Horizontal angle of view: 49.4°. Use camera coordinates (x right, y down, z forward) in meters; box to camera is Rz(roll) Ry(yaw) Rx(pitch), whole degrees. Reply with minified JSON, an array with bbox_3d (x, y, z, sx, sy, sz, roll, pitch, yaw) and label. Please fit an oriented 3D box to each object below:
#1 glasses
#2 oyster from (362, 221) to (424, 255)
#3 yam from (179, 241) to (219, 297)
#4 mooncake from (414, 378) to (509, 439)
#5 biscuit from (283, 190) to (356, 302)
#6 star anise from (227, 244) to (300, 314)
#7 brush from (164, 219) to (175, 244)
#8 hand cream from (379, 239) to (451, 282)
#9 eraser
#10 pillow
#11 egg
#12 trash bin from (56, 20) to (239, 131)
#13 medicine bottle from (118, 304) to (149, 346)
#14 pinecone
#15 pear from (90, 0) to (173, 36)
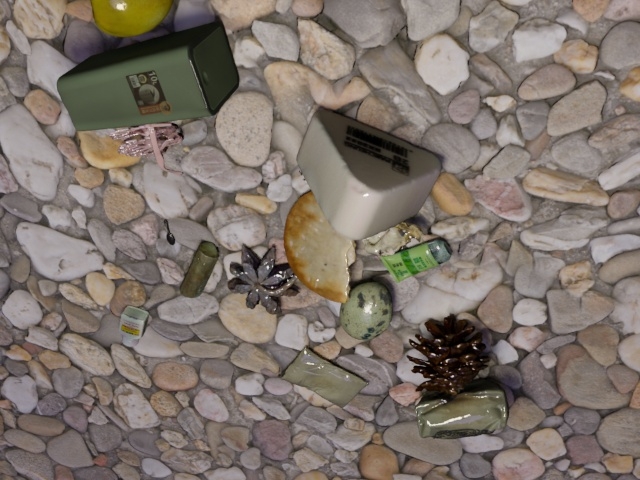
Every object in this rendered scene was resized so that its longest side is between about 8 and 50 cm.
[{"bbox_3d":[-0.416,-0.219,1.674,0.162,0.255,0.095,-3,81,-5],"label":"glasses"},{"bbox_3d":[0.173,-0.027,1.753,0.191,0.081,0.163,26,131,28],"label":"oyster"},{"bbox_3d":[-0.334,0.082,1.931,0.068,0.068,0.169,27,121,-7],"label":"yam"},{"bbox_3d":[0.399,0.474,1.935,0.250,0.254,0.136,-13,86,15],"label":"mooncake"},{"bbox_3d":[0.000,0.000,1.796,0.204,0.040,0.309,12,112,22],"label":"biscuit"},{"bbox_3d":[-0.148,0.108,1.905,0.262,0.081,0.230,-17,107,23],"label":"star anise"},{"bbox_3d":[-0.417,-0.021,1.915,0.024,0.008,0.083,1,122,14],"label":"brush"},{"bbox_3d":[0.252,0.051,1.810,0.175,0.046,0.095,-24,117,25],"label":"hand cream"},{"bbox_3d":[0.129,-0.149,1.613,0.331,0.331,0.150,24,121,-5],"label":"eraser"},{"bbox_3d":[0.011,0.416,2.087,0.229,0.050,0.148,29,127,-11],"label":"pillow"},{"bbox_3d":[0.127,0.185,1.863,0.141,0.141,0.182,23,124,-4],"label":"egg"},{"bbox_3d":[-0.384,-0.356,1.572,0.343,0.223,0.158,-8,120,17],"label":"trash bin"},{"bbox_3d":[-0.564,0.260,2.093,0.074,0.055,0.118,19,124,-3],"label":"medicine bottle"},{"bbox_3d":[0.340,0.306,1.869,0.229,0.202,0.201,-30,85,27],"label":"pinecone"},{"bbox_3d":[-0.410,-0.534,1.483,0.200,0.200,0.200,5,123,8],"label":"pear"}]
